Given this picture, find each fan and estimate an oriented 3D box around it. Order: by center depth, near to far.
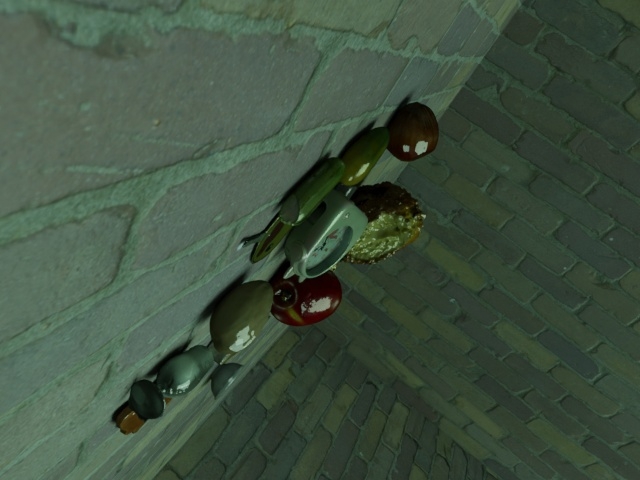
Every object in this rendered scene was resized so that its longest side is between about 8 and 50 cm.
[{"bbox_3d":[-0.123,-0.021,1.037,0.230,0.011,0.335,-54,174,16],"label":"fan"}]

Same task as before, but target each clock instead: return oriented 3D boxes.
[{"bbox_3d":[0.000,0.000,1.300,0.324,0.108,0.265,-49,157,5],"label":"clock"}]

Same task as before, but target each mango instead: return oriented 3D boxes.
[{"bbox_3d":[0.127,-0.247,1.186,0.237,0.091,0.137,-46,176,-40],"label":"mango"}]

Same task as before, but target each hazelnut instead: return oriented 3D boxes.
[{"bbox_3d":[0.321,-0.383,1.444,0.210,0.210,0.186,-48,-165,-30],"label":"hazelnut"}]

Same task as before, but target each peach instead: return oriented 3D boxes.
[{"bbox_3d":[-0.033,0.222,1.541,0.361,0.201,0.258,23,96,-50],"label":"peach"}]

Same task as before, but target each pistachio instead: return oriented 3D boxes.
[{"bbox_3d":[-0.208,0.195,1.065,0.226,0.136,0.136,-54,175,-35],"label":"pistachio"}]

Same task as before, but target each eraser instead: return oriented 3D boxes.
[{"bbox_3d":[-0.288,0.335,1.461,0.144,0.078,0.343,-51,173,5],"label":"eraser"}]

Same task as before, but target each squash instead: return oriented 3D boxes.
[{"bbox_3d":[-0.018,-0.123,0.977,0.239,0.069,0.069,-50,173,-26],"label":"squash"}]

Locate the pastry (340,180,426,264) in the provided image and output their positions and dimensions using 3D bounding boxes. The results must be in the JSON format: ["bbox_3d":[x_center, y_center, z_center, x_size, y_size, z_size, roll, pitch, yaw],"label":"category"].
[{"bbox_3d":[0.221,-0.088,1.696,0.405,0.292,0.337,-30,-154,17],"label":"pastry"}]

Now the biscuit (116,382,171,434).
[{"bbox_3d":[-0.458,0.435,1.054,0.183,0.043,0.280,-55,168,-8],"label":"biscuit"}]

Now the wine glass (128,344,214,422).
[{"bbox_3d":[-0.356,0.342,0.993,0.103,0.103,0.222,-55,171,18],"label":"wine glass"}]

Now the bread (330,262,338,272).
[{"bbox_3d":[-0.052,0.135,1.735,0.260,0.134,0.129,-45,158,-15],"label":"bread"}]

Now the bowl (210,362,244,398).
[{"bbox_3d":[-0.442,0.616,1.817,0.189,0.086,0.189,-52,172,-11],"label":"bowl"}]

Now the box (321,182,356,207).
[{"bbox_3d":[0.033,-0.104,1.412,0.244,0.055,0.103,-54,172,17],"label":"box"}]
